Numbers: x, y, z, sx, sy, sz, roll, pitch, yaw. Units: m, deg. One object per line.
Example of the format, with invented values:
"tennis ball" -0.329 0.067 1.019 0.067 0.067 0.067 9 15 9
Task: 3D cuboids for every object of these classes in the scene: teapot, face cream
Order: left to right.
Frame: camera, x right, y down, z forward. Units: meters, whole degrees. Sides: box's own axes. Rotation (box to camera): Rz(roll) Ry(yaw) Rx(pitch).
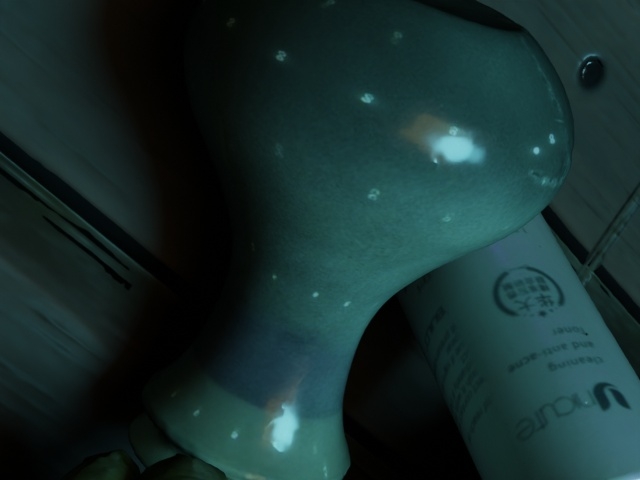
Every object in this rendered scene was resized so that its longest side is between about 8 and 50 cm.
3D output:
"teapot" 0.000 0.000 0.715 0.183 0.183 0.251 11 109 -34
"face cream" 0.116 0.097 0.723 0.092 0.311 0.092 -11 134 -11

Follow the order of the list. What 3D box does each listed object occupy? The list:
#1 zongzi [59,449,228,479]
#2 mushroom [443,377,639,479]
"zongzi" 0.004 0.242 0.690 0.300 0.145 0.274 13 121 5
"mushroom" 0.197 0.229 0.855 0.331 0.356 0.334 28 87 2
